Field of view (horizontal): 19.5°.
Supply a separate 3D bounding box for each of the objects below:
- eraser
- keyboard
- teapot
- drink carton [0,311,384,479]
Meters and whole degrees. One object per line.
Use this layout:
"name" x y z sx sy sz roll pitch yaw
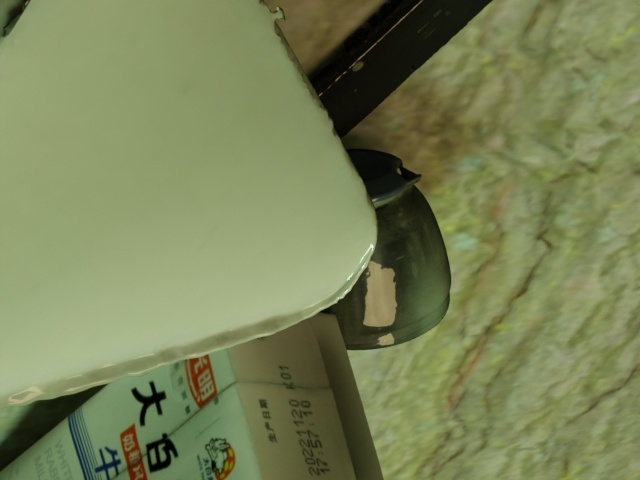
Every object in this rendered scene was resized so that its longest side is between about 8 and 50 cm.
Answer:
"eraser" -0.157 -0.038 0.926 0.331 0.150 0.331 -22 140 -20
"keyboard" 0.065 -0.134 1.088 0.195 0.018 0.060 -42 148 9
"teapot" 0.006 -0.005 1.134 0.111 0.149 0.108 -49 143 -52
"drink carton" -0.105 0.166 1.117 0.107 0.130 0.315 10 143 -42
